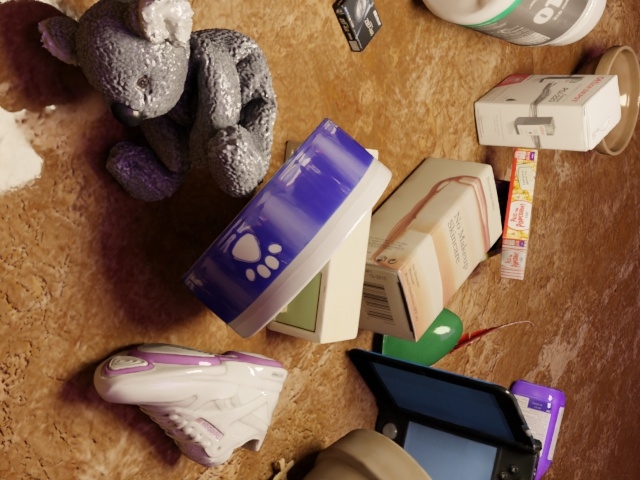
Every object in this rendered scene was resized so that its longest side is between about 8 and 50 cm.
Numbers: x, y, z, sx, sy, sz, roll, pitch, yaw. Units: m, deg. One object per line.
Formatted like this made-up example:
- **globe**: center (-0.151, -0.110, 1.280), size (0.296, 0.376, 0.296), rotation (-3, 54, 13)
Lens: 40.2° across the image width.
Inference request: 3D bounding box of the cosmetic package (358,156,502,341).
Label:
- **cosmetic package**: center (0.166, 0.007, 1.417), size (0.296, 0.129, 0.153), rotation (-47, 133, -35)

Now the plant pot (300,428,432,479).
- **plant pot**: center (0.019, 0.477, 1.236), size (0.280, 0.323, 0.323), rotation (-26, 120, -27)

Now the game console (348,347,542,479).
- **game console**: center (0.175, 0.323, 1.372), size (0.173, 0.293, 0.250), rotation (16, 85, -52)

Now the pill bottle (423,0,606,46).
- **pill bottle**: center (0.331, -0.436, 1.460), size (0.361, 0.204, 0.204), rotation (-4, 102, -52)

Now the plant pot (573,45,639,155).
- **plant pot**: center (0.615, -0.311, 1.931), size (0.237, 0.110, 0.237), rotation (-17, 112, -48)

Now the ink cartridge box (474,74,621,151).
- **ink cartridge box**: center (0.417, -0.238, 1.606), size (0.158, 0.218, 0.092), rotation (-39, 127, -40)

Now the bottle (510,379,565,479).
- **bottle**: center (0.443, 0.449, 1.891), size (0.092, 0.118, 0.283), rotation (23, 79, -52)

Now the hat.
- **hat**: center (0.227, 0.166, 1.478), size (0.208, 0.183, 0.173), rotation (-63, 143, -30)

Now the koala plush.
- **koala plush**: center (-0.170, -0.174, 0.911), size (0.221, 0.196, 0.203), rotation (37, 58, -49)

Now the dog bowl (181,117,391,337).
- **dog bowl**: center (-0.042, -0.016, 1.035), size (0.104, 0.265, 0.265), rotation (41, 59, -5)

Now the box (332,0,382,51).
- **box**: center (0.055, -0.329, 1.283), size (0.067, 0.018, 0.083), rotation (-55, 136, -28)

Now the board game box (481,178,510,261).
- **board game box**: center (0.304, -0.040, 1.623), size (0.170, 0.048, 0.141), rotation (-15, 112, -63)

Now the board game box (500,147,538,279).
- **board game box**: center (0.363, -0.047, 1.596), size (0.147, 0.045, 0.193), rotation (75, 25, -57)

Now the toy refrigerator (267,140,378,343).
- **toy refrigerator**: center (0.000, 0.000, 1.226), size (0.094, 0.102, 0.269), rotation (-2, 101, -52)

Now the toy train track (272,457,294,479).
- **toy train track**: center (-0.058, 0.358, 1.312), size (0.048, 0.014, 0.083), rotation (-37, 133, -41)

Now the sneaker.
- **sneaker**: center (-0.150, 0.207, 1.072), size (0.305, 0.114, 0.152), rotation (17, 84, -52)
